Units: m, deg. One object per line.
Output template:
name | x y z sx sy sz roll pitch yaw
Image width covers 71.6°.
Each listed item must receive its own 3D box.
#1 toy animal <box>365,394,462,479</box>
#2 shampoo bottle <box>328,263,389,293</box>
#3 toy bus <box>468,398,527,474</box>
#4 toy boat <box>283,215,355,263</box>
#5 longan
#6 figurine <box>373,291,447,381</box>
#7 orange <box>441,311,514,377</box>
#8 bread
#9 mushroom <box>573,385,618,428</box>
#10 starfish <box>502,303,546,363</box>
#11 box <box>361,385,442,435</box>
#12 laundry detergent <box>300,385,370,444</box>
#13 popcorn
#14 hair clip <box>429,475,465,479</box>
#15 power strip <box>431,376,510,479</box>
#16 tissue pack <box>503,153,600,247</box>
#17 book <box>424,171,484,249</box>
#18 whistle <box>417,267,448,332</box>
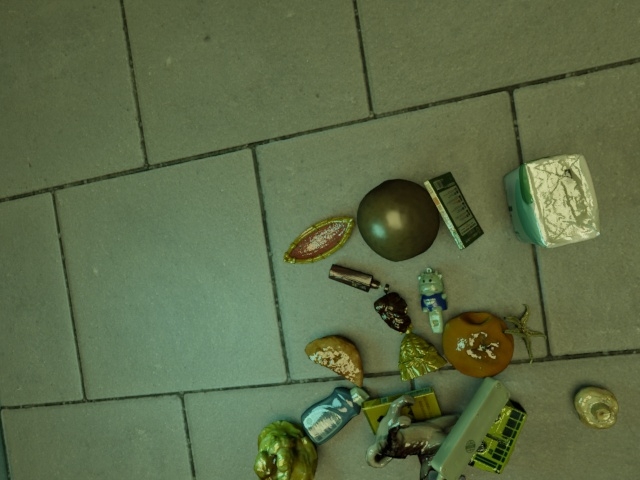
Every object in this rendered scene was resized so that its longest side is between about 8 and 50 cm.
toy animal | 0.349 0.745 1.611 0.344 0.194 0.303 23 110 -7
shampoo bottle | 0.150 0.154 1.723 0.236 0.068 0.067 16 76 12
toy bus | 0.629 0.696 1.605 0.149 0.128 0.262 22 95 8
toy boat | -0.001 0.000 1.735 0.317 0.099 0.141 -31 89 9
longan | 0.278 -0.071 1.585 0.297 0.297 0.298 1 92 13
figurine | 0.319 0.343 1.662 0.167 0.187 0.316 -19 76 -23
orange | 0.560 0.377 1.579 0.248 0.183 0.249 0 91 13
bread | 0.078 0.442 1.720 0.260 0.129 0.134 32 97 8
mushroom | 0.955 0.578 1.535 0.147 0.112 0.148 1 100 8
starfish | 0.719 0.326 1.567 0.223 0.050 0.217 17 54 -21
box | 0.311 0.649 1.683 0.278 0.041 0.153 -17 117 11
laundry detergent | 0.066 0.670 1.753 0.289 0.094 0.143 -39 71 8
popcorn | -0.137 0.845 1.720 0.276 0.276 0.226 20 91 11
hair clip | 0.424 0.967 1.683 0.278 0.090 0.137 -32 94 12
power strip | 0.497 0.634 1.477 0.091 0.062 0.385 46 74 -17
tissue pack | 0.728 -0.123 1.430 0.193 0.356 0.266 -13 89 13
book | 0.478 -0.111 1.575 0.027 0.202 0.264 -31 86 40
whistle | 0.418 0.222 1.646 0.110 0.092 0.245 -8 85 34
